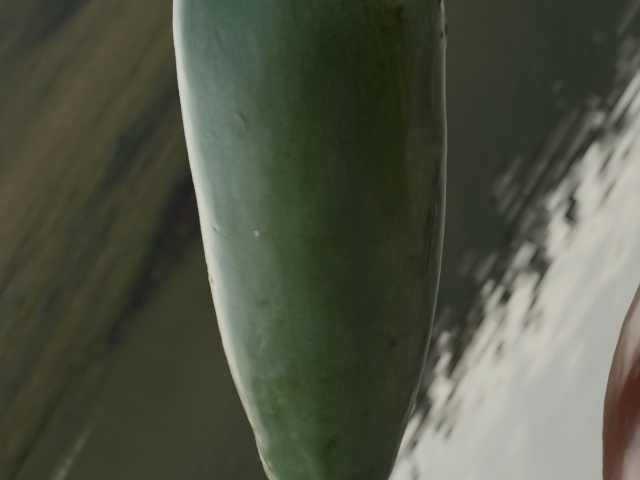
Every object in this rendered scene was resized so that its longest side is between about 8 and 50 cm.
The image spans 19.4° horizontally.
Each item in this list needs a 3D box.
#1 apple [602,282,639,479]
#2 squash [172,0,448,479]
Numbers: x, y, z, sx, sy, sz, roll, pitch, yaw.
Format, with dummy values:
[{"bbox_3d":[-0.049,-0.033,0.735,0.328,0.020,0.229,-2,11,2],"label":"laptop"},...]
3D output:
[{"bbox_3d":[0.272,0.085,0.700,0.277,0.348,0.348,-52,8,30],"label":"apple"},{"bbox_3d":[0.003,-0.005,0.849,0.118,0.118,0.370,-65,-24,-49],"label":"squash"}]
